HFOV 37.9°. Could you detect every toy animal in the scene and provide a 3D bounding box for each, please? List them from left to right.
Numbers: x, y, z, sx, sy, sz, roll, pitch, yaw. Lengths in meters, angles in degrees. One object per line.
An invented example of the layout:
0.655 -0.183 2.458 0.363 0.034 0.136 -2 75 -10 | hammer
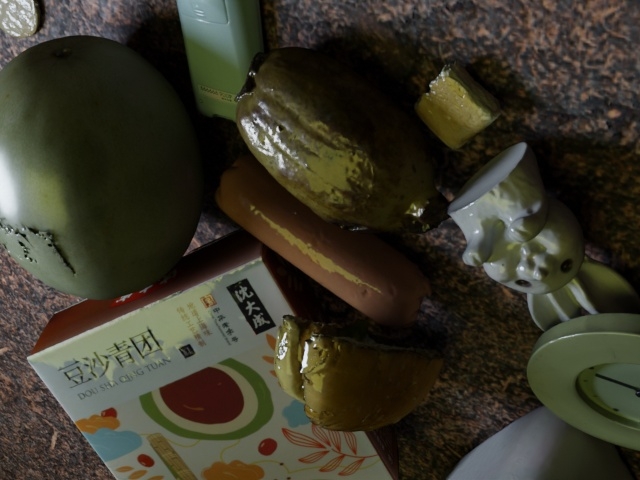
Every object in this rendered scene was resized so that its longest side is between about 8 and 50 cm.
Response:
0.219 0.027 0.899 0.104 0.131 0.221 -34 104 23 | toy animal

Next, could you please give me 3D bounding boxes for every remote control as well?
-0.115 -0.248 0.990 0.103 0.051 0.293 19 137 26 | remote control

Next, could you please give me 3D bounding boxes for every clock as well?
0.328 0.150 0.948 0.235 0.029 0.235 18 147 12 | clock

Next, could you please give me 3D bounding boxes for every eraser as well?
0.250 0.366 1.170 0.331 0.150 0.331 21 136 22 | eraser

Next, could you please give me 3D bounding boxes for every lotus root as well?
0.025 -0.094 0.951 0.260 0.128 0.145 37 130 5 | lotus root

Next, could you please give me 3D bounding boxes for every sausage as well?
0.001 0.000 1.093 0.289 0.086 0.086 36 141 11 | sausage

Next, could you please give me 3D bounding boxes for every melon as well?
-0.273 -0.073 1.114 0.268 0.268 0.330 20 133 26 | melon

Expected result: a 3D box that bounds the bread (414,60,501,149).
0.131 -0.128 0.902 0.070 0.035 0.083 43 148 1 | bread

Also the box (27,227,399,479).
-0.130 0.213 1.248 0.344 0.122 0.385 -24 112 14 | box

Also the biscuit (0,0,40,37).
-0.407 -0.316 1.205 0.120 0.015 0.120 23 137 23 | biscuit

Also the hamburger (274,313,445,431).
0.044 0.157 1.067 0.124 0.131 0.262 9 173 36 | hamburger
